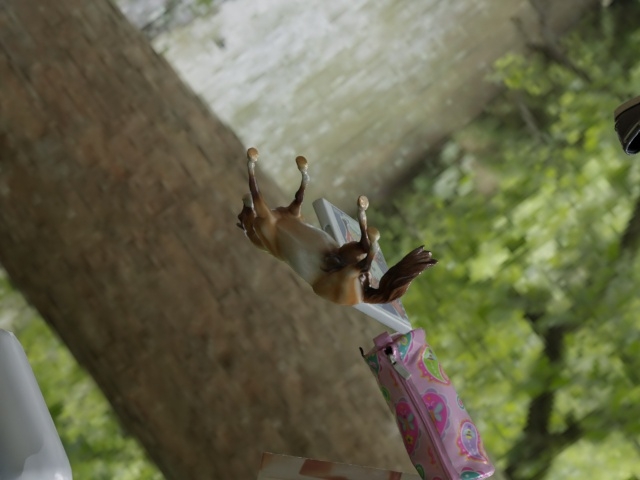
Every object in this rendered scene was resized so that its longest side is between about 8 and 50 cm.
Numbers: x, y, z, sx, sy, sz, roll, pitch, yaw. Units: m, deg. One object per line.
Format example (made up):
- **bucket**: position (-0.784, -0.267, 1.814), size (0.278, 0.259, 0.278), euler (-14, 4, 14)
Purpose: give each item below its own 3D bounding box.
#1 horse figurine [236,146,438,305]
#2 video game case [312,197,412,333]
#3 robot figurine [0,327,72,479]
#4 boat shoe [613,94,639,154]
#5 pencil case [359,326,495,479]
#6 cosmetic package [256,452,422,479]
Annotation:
- **horse figurine**: position (0.000, 0.000, 1.515), size (0.066, 0.263, 0.174), euler (-42, 154, -35)
- **video game case**: position (0.066, 0.041, 2.109), size (0.023, 0.183, 0.201), euler (-28, 154, 16)
- **robot figurine**: position (-0.294, 0.137, 0.757), size (0.299, 0.353, 0.200), euler (-18, 144, -8)
- **boat shoe**: position (0.465, -0.170, 1.767), size (0.075, 0.065, 0.206), euler (17, 152, -31)
- **pencil case**: position (0.172, 0.277, 2.215), size (0.124, 0.284, 0.124), euler (-25, 170, -4)
- **cosmetic package**: position (0.031, 0.478, 2.383), size (0.129, 0.296, 0.153), euler (-78, 176, -47)
